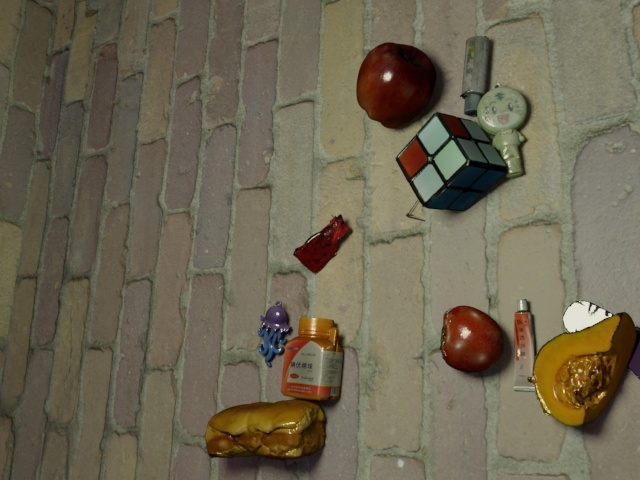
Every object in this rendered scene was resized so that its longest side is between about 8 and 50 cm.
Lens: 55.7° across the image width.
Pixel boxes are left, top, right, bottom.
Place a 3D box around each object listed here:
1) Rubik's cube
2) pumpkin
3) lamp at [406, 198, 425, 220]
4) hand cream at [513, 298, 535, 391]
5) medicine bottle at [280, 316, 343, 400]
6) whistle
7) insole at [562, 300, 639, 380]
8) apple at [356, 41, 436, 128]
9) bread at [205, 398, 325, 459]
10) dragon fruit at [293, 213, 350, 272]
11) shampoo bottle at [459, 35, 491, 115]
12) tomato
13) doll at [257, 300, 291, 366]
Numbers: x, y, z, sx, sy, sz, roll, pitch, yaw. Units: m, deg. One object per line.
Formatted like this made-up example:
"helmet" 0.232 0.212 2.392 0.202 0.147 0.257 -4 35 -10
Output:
"Rubik's cube" 0.332 -0.196 1.550 0.183 0.167 0.180 -46 56 38
"pumpkin" 0.575 0.258 1.335 0.163 0.111 0.279 30 109 52
"lamp" 0.280 -0.117 1.676 0.054 0.041 0.121 20 86 44
"hand cream" 0.482 0.248 1.440 0.052 0.038 0.217 -18 69 60
"medicine bottle" -0.020 0.333 1.710 0.149 0.112 0.222 -3 76 34
"whistle" 0.478 -0.288 1.566 0.126 0.067 0.258 -11 76 17
"insole" 0.690 0.243 1.311 0.348 0.009 0.119 35 96 35
"apple" 0.207 -0.437 1.694 0.233 0.234 0.234 -10 72 32
"bread" -0.159 0.531 1.708 0.343 0.195 0.149 -11 77 29
"dragon fruit" -0.005 -0.012 1.795 0.192 0.122 0.092 -46 42 18
"shampoo bottle" 0.420 -0.446 1.646 0.072 0.072 0.214 0 77 35
"tomato" 0.363 0.236 1.456 0.167 0.167 0.168 -10 72 32
"doll" -0.145 0.283 1.843 0.109 0.067 0.206 15 97 22
